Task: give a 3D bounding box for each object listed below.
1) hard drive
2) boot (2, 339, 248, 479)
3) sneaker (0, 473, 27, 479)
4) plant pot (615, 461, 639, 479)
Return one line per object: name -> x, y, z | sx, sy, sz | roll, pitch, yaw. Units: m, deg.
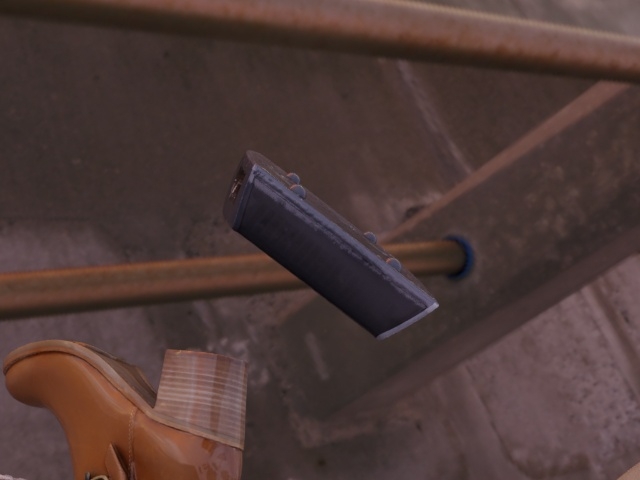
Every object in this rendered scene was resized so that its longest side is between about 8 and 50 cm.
hard drive -> 0.000, 0.000, 0.839 | 0.172, 0.054, 0.254 | 37, 3, -6
boot -> -0.195, 0.209, 0.988 | 0.109, 0.283, 0.220 | 39, 56, -60
sneaker -> -0.318, 0.259, 0.883 | 0.232, 0.090, 0.115 | -7, 102, -22
plant pot -> 0.417, 0.333, 1.353 | 0.096, 0.109, 0.109 | -16, 103, -7
